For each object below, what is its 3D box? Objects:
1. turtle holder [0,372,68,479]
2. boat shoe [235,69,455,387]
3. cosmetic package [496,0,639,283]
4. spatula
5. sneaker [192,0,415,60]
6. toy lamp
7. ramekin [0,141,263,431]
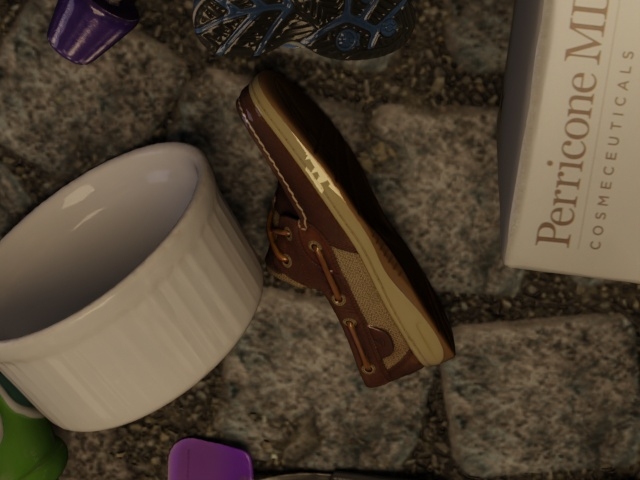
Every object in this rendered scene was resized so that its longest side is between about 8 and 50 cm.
[{"bbox_3d":[-0.384,0.211,1.850,0.243,0.320,0.227,-25,97,16],"label":"turtle holder"},{"bbox_3d":[0.000,0.000,1.836,0.123,0.123,0.342,-27,116,13],"label":"boat shoe"},{"bbox_3d":[0.362,-0.162,1.623,0.393,0.327,0.329,6,115,2],"label":"cosmetic package"},{"bbox_3d":[-0.012,0.250,1.996,0.296,0.030,0.084,3,113,2],"label":"spatula"},{"bbox_3d":[-0.016,-0.212,1.764,0.211,0.081,0.080,2,115,-17],"label":"sneaker"},{"bbox_3d":[-0.155,-0.276,1.739,0.080,0.080,0.275,33,111,-11],"label":"toy lamp"},{"bbox_3d":[-0.186,0.048,1.788,0.277,0.277,0.135,-27,117,15],"label":"ramekin"}]
